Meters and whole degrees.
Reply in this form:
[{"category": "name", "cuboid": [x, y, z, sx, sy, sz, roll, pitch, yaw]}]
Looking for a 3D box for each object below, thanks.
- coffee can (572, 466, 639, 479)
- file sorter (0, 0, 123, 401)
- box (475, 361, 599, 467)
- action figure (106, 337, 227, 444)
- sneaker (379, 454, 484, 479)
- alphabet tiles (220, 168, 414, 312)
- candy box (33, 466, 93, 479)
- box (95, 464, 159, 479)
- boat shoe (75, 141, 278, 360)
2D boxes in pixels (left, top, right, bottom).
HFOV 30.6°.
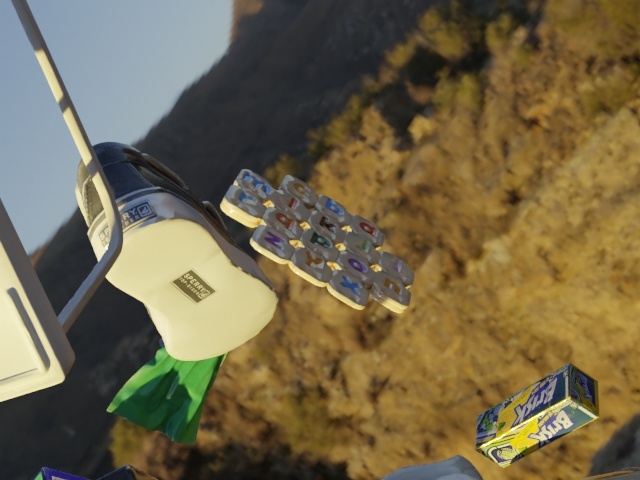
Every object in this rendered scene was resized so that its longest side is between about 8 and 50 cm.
[{"category": "coffee can", "cuboid": [0.353, 0.410, 1.525, 0.275, 0.201, 0.201, 3, -50, -44]}, {"category": "file sorter", "cuboid": [-0.258, -0.014, 0.552, 0.277, 0.193, 0.173, -18, 17, 11]}, {"category": "box", "cuboid": [0.273, 0.223, 1.486, 0.169, 0.054, 0.059, -40, 27, 38]}, {"category": "action figure", "cuboid": [-0.181, 0.158, 1.616, 0.232, 0.137, 0.063, -59, 25, 11]}, {"category": "sneaker", "cuboid": [0.058, 0.303, 1.235, 0.262, 0.099, 0.121, -19, 11, 5]}, {"category": "alphabet tiles", "cuboid": [0.000, 0.000, 1.589, 0.021, 0.284, 0.278, -58, 5, 23]}, {"category": "candy box", "cuboid": [-0.360, 0.501, 1.697, 0.317, 0.268, 0.122, -51, 37, 18]}, {"category": "box", "cuboid": [-0.241, 0.444, 1.136, 0.312, 0.343, 0.179, -27, -15, -6]}, {"category": "boat shoe", "cuboid": [-0.120, 0.012, 0.962, 0.108, 0.102, 0.301, -31, -25, 2]}]
